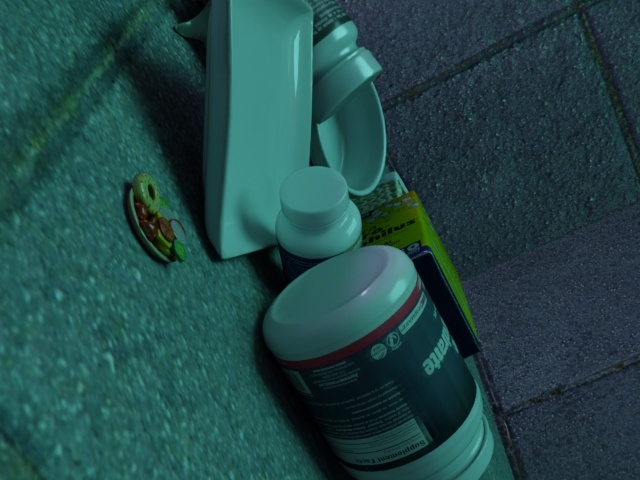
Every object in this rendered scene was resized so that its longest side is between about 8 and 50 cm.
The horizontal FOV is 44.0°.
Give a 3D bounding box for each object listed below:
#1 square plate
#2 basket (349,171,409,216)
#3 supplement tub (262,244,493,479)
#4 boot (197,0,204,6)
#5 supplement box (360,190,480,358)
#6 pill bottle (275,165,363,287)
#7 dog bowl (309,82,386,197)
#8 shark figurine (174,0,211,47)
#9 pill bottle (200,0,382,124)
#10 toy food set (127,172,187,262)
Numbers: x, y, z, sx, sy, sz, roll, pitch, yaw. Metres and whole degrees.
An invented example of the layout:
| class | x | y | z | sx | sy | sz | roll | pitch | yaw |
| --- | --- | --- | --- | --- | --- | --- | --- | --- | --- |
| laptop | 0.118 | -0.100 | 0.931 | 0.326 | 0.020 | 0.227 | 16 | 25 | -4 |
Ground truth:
| class | x | y | z | sx | sy | sz | roll | pitch | yaw |
| --- | --- | --- | --- | --- | --- | --- | --- | --- | --- |
| square plate | -0.076 | -0.161 | 1.010 | 0.344 | 0.049 | 0.346 | -14 | 107 | -76 |
| basket | 0.109 | -0.047 | 1.644 | 0.113 | 0.167 | 0.103 | 54 | 20 | -44 |
| supplement tub | 0.072 | 0.160 | 0.930 | 0.272 | 0.191 | 0.191 | 60 | 12 | -19 |
| boot | -0.199 | -0.456 | 1.438 | 0.099 | 0.045 | 0.121 | 21 | 52 | -71 |
| supplement box | 0.131 | 0.077 | 1.388 | 0.195 | 0.194 | 0.356 | 62 | 11 | -15 |
| pill bottle | 0.000 | 0.000 | 1.028 | 0.186 | 0.112 | 0.112 | 82 | -5 | -48 |
| dog bowl | 0.017 | -0.205 | 1.451 | 0.265 | 0.104 | 0.264 | 17 | 70 | -57 |
| shark figurine | -0.106 | -0.230 | 1.198 | 0.166 | 0.116 | 0.278 | 30 | 38 | -73 |
| pill bottle | -0.046 | -0.331 | 1.245 | 0.283 | 0.161 | 0.161 | 49 | 12 | -3 |
| toy food set | -0.151 | -0.017 | 0.740 | 0.082 | 0.020 | 0.083 | 54 | 14 | -42 |
